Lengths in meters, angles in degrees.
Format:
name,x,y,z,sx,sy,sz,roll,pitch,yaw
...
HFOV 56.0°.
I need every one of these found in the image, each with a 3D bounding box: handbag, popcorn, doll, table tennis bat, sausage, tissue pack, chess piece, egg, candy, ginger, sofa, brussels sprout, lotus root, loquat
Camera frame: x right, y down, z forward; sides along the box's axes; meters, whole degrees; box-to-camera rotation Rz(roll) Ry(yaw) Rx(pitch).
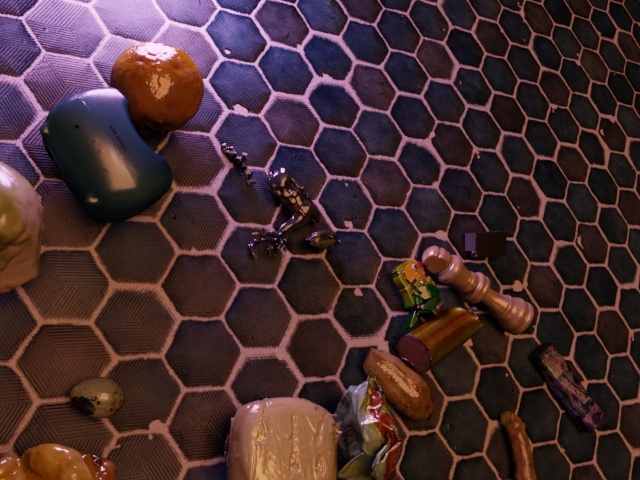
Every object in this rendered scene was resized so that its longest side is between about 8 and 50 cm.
name,x,y,z,sx,sy,sz,roll,pitch,yaw
handbag,0.000,0.000,1.657,0.111,0.072,0.047,2,55,-50
popcorn,-0.514,0.509,1.093,0.316,0.281,0.297,-33,132,-15
doll,0.274,0.148,1.742,0.134,0.106,0.186,-16,81,-22
table tennis bat,0.231,0.339,1.670,0.007,0.083,0.050,-42,133,-26
sausage,0.365,0.263,1.741,0.317,0.125,0.117,-26,97,-35
tissue pack,-0.495,-0.184,1.363,0.206,0.198,0.287,-32,92,-34
chess piece,0.477,0.142,1.861,0.397,0.117,0.117,35,59,-13
egg,-0.469,0.329,1.267,0.110,0.085,0.085,18,65,-21
candy,0.799,0.475,1.953,0.088,0.061,0.312,-36,93,-31
ginger,0.592,0.652,1.771,0.118,0.065,0.298,3,72,-43
sofa,0.539,0.012,1.978,0.147,0.060,0.085,-3,92,-30
brussels sprout,-0.679,-0.034,1.160,0.317,0.274,0.242,42,38,-12
lotus root,0.215,0.394,1.631,0.258,0.097,0.110,42,61,-6
loquat,-0.404,-0.382,1.490,0.238,0.193,0.238,12,69,-34

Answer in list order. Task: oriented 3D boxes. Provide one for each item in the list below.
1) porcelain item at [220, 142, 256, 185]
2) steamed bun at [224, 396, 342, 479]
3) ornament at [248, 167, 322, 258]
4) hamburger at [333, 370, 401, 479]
name,x,y,z,sx,sy,sz,roll,pitch,yaw
porcelain item,-0.211,-0.213,1.609,0.021,0.075,0.136,-40,94,-34
steamed bun,-0.091,0.484,1.386,0.273,0.166,0.232,8,58,-30
ornament,-0.123,-0.064,1.605,0.202,0.080,0.236,51,57,-10
hamburger,0.094,0.470,1.464,0.151,0.276,0.260,-9,69,-7
